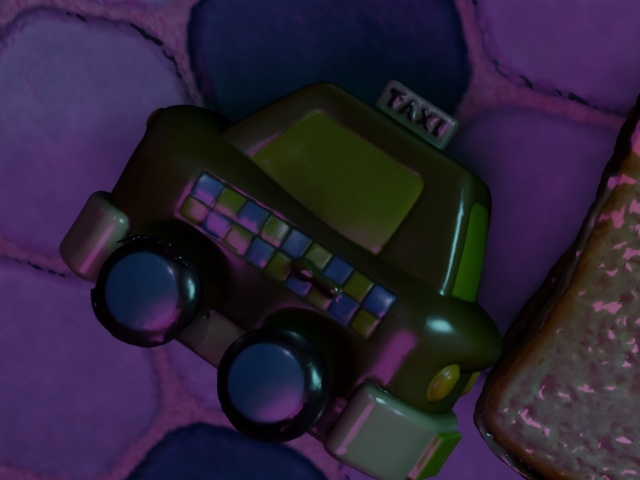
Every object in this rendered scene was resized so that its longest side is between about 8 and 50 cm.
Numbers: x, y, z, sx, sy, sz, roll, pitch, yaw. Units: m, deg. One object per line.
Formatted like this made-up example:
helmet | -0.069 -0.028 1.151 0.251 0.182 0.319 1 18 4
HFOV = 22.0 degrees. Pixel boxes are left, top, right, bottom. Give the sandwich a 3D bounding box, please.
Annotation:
sandwich | 0.263 0.073 0.933 0.301 0.099 0.271 27 123 1

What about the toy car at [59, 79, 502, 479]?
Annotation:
toy car | 0.000 0.000 0.931 0.248 0.204 0.198 33 94 15
